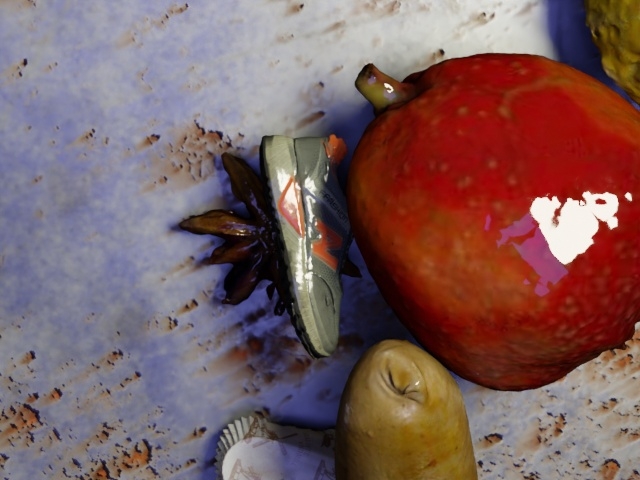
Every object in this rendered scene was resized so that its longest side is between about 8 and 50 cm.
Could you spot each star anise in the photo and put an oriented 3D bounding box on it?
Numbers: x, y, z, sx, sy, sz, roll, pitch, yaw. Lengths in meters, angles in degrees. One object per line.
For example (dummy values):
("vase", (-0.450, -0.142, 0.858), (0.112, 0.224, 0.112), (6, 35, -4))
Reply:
("star anise", (-0.038, -0.007, 1.591), (0.168, 0.057, 0.167), (-1, 106, -2))

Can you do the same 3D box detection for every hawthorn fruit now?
("hawthorn fruit", (0.143, -0.029, 1.490), (0.307, 0.265, 0.265), (37, 100, -9))

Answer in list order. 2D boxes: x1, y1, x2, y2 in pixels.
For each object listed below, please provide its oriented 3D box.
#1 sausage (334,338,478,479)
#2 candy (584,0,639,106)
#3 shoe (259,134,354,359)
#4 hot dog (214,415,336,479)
("sausage", (0.086, 0.278, 1.585), (0.123, 0.136, 0.500), (-23, 126, -17))
("candy", (0.337, -0.208, 1.486), (0.260, 0.118, 0.259), (1, 88, -24))
("shoe", (0.001, 0.002, 1.533), (0.077, 0.074, 0.194), (-12, 93, -6))
("hot dog", (-0.004, 0.219, 1.655), (0.192, 0.053, 0.099), (14, 104, -11))
